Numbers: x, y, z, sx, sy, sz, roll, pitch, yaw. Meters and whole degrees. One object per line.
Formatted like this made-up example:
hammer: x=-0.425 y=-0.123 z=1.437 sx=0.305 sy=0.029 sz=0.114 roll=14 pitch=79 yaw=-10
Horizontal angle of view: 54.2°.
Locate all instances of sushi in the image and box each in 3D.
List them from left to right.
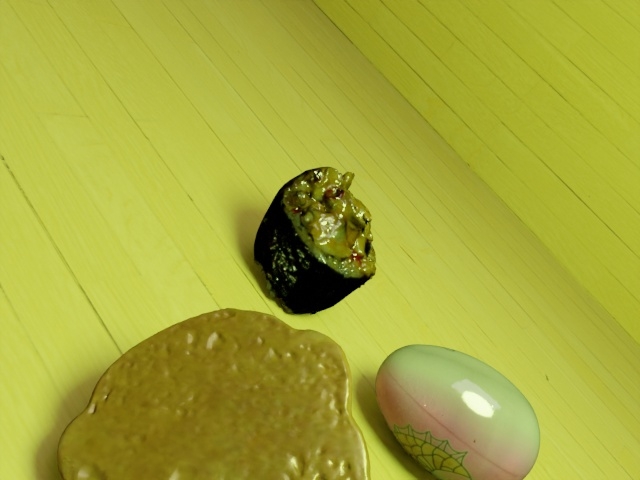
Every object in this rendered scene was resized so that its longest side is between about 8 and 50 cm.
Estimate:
sushi: x=0.003 y=-0.002 z=1.093 sx=0.213 sy=0.204 sz=0.200 roll=53 pitch=26 yaw=10

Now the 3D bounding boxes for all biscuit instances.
biscuit: x=-0.103 y=0.231 z=0.630 sx=0.312 sy=0.057 sz=0.351 roll=-10 pitch=54 yaw=-9

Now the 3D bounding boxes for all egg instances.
egg: x=0.210 y=0.271 z=0.978 sx=0.271 sy=0.196 sz=0.196 roll=40 pitch=27 yaw=14
